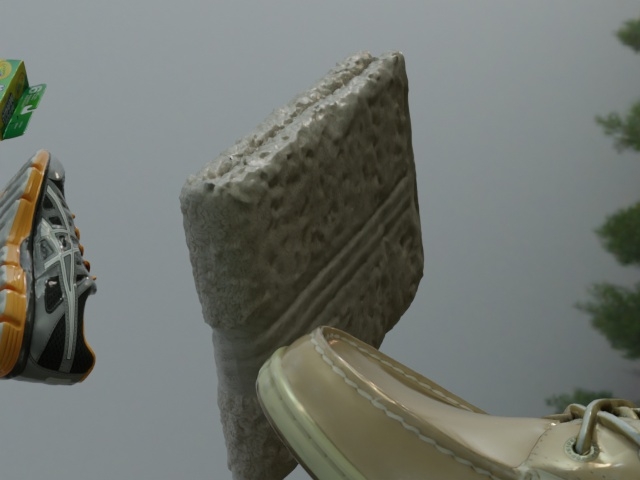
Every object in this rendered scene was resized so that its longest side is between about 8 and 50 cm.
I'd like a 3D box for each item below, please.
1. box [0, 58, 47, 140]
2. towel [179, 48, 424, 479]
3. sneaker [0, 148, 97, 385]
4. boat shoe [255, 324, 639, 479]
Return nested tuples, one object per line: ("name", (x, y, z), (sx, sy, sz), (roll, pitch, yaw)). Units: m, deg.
("box", (-0.402, -0.158, 1.135), (0.105, 0.179, 0.043), (-84, -3, -46))
("towel", (0.000, 0.000, 0.648), (0.282, 0.049, 0.187), (-46, -48, -56))
("sneaker", (-0.205, 0.020, 0.750), (0.084, 0.083, 0.215), (-42, 38, 33))
("boat shoe", (0.117, 0.109, 0.412), (0.098, 0.302, 0.109), (-60, -9, 12))
